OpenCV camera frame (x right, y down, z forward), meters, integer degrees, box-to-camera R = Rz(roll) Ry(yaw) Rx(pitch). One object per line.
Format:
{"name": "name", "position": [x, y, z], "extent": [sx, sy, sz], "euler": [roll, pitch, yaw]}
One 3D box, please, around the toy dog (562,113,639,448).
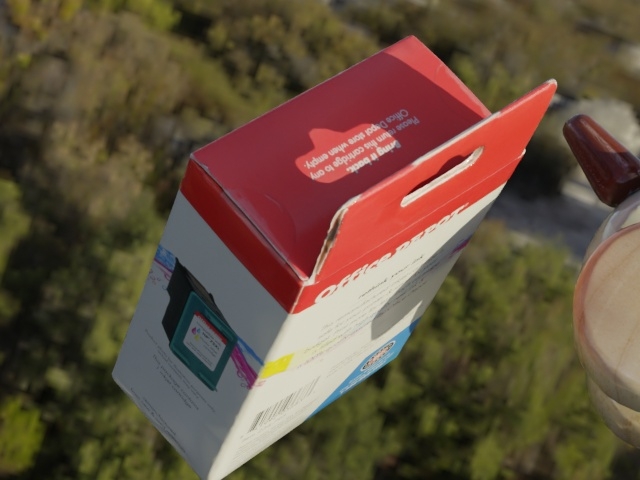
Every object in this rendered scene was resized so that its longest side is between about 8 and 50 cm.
{"name": "toy dog", "position": [0.246, -0.020, 0.817], "extent": [0.334, 0.161, 0.220], "euler": [-13, -18, -19]}

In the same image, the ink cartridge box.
{"name": "ink cartridge box", "position": [0.000, 0.000, 0.781], "extent": [0.134, 0.231, 0.078], "euler": [-32, 71, -34]}
